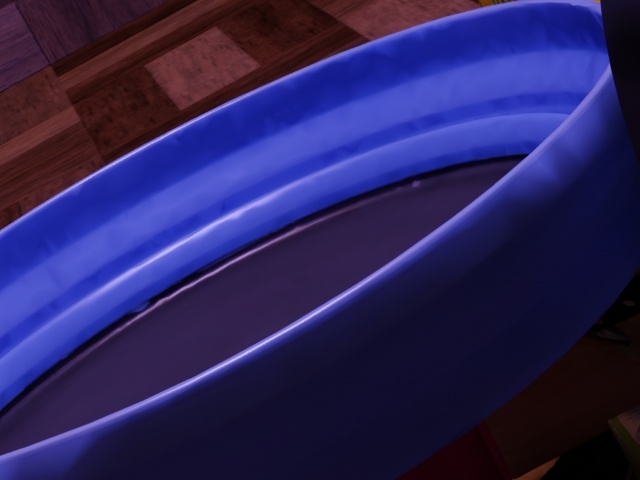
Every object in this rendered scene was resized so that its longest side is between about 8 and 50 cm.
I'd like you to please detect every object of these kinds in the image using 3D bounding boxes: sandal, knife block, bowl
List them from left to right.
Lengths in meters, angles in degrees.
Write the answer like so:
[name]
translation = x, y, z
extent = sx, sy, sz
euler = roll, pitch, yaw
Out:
[bowl]
translation = -0.037, 0.023, 0.831
extent = 0.391, 0.077, 0.391
euler = -26, 16, 8
[knife block]
translation = 0.140, 0.046, 1.036
extent = 0.242, 0.088, 0.275
euler = -99, 33, -68
[sandal]
translation = 0.171, 0.119, 1.118
extent = 0.179, 0.040, 0.067
euler = -49, 8, -12

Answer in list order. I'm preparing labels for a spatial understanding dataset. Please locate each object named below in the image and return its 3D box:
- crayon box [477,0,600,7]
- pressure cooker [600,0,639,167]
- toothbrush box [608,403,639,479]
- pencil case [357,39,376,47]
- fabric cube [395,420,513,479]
[crayon box]
translation = 0.311, -0.156, 1.217
extent = 0.363, 0.313, 0.106
euler = -31, -4, -10
[pressure cooker]
translation = 0.297, -0.106, 0.641
extent = 0.370, 0.375, 0.420
euler = -44, 19, -30
[toothbrush box]
translation = 0.273, 0.128, 0.850
extent = 0.206, 0.122, 0.283
euler = -28, 20, 1
[pencil case]
translation = 0.000, 0.000, 1.494
extent = 0.184, 0.160, 0.410
euler = 3, 32, 27
[fabric cube]
translation = -0.027, 0.207, 0.845
extent = 0.254, 0.259, 0.258
euler = -24, 18, 15
